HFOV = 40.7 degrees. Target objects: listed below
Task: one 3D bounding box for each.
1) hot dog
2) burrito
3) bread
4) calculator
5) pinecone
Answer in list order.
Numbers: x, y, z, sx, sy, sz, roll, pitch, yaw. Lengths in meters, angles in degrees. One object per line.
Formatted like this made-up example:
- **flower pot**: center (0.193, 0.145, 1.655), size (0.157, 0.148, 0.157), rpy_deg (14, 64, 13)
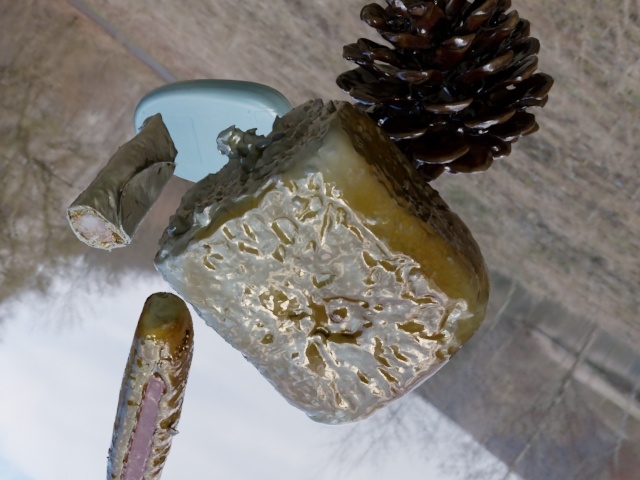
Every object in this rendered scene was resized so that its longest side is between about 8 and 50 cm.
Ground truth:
- **hot dog**: center (-0.167, 0.167, 0.833), size (0.061, 0.285, 0.087), rpy_deg (12, -139, -11)
- **burrito**: center (-0.213, -0.069, 0.977), size (0.060, 0.087, 0.226), rpy_deg (2, -142, 14)
- **bread**: center (0.000, 0.000, 0.693), size (0.246, 0.196, 0.176), rpy_deg (47, -163, -22)
- **calculator**: center (-0.127, -0.146, 1.229), size (0.295, 0.042, 0.184), rpy_deg (6, 134, 14)
- **pinecone**: center (0.109, -0.160, 0.800), size (0.208, 0.207, 0.208), rpy_deg (35, -177, -2)
